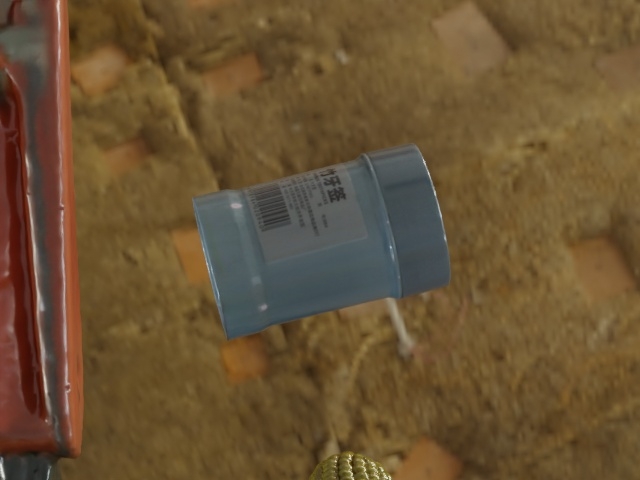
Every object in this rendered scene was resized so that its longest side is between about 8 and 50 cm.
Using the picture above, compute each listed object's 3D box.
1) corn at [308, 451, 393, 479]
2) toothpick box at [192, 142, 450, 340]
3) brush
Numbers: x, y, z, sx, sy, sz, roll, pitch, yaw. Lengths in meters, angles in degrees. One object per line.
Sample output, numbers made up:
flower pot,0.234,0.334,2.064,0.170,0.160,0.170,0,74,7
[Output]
corn,0.017,0.264,1.563,0.080,0.080,0.231,-3,-141,9
toothpick box,0.000,0.000,1.309,0.153,0.101,0.101,-13,-128,-5
brush,-0.116,-0.024,0.759,0.051,0.323,0.070,-3,-166,2
